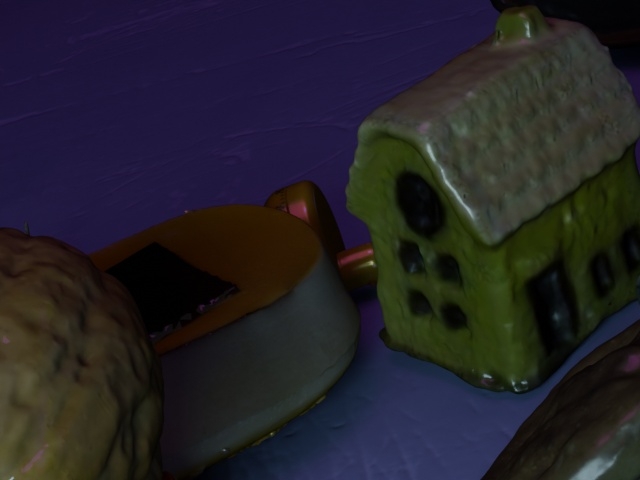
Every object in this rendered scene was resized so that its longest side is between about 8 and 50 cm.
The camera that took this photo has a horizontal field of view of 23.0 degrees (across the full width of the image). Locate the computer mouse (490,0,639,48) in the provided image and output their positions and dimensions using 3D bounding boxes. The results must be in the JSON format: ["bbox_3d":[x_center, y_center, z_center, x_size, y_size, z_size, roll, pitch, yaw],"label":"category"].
[{"bbox_3d":[0.319,-0.261,1.601,0.323,0.116,0.183,8,36,37],"label":"computer mouse"}]

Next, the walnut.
[{"bbox_3d":[-0.198,0.116,0.891,0.224,0.257,0.257,-46,15,25],"label":"walnut"}]

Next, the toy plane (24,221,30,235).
[{"bbox_3d":[-0.271,0.058,1.464,0.229,0.092,0.244,-7,27,-5],"label":"toy plane"}]

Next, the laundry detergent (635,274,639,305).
[{"bbox_3d":[0.336,0.004,1.095,0.226,0.070,0.099,-28,19,-12],"label":"laundry detergent"}]

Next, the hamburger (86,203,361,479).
[{"bbox_3d":[-0.111,0.092,1.196,0.295,0.151,0.227,-21,29,-17],"label":"hamburger"}]

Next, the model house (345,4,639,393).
[{"bbox_3d":[0.126,-0.042,1.166,0.193,0.234,0.175,-33,27,-28],"label":"model house"}]

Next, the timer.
[{"bbox_3d":[0.000,0.000,1.339,0.109,0.107,0.107,-19,24,9],"label":"timer"}]

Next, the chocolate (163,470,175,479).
[{"bbox_3d":[-0.183,0.257,0.962,0.235,0.108,0.237,-13,24,16],"label":"chocolate"}]

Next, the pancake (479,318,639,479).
[{"bbox_3d":[0.162,0.100,0.949,0.242,0.050,0.242,-41,0,0],"label":"pancake"}]
